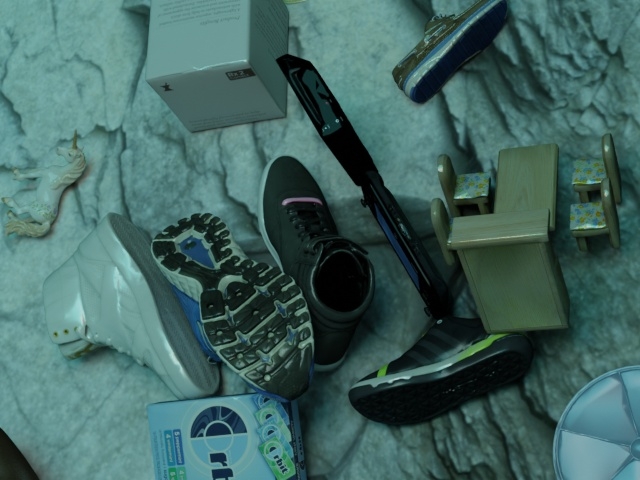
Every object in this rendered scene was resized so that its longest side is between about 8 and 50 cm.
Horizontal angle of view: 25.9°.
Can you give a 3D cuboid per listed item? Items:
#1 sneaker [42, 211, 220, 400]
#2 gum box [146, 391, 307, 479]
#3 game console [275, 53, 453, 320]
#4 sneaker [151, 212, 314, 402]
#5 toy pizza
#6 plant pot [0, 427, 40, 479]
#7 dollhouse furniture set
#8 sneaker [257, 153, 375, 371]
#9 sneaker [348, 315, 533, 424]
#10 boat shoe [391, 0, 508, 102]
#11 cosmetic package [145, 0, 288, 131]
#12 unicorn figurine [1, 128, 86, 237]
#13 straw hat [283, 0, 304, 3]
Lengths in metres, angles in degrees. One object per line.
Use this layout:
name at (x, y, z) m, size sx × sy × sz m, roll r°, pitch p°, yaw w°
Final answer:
sneaker at (-0.256, 0.126, 1.821) m, size 0.169 × 0.108 × 0.292 m, roll -41°, pitch 62°, yaw 16°
gum box at (-0.112, 0.267, 1.691) m, size 0.184 × 0.041 × 0.157 m, roll -8°, pitch 87°, yaw 18°
game console at (0.061, -0.065, 1.724) m, size 0.044 × 0.213 × 0.361 m, roll -32°, pitch 70°, yaw 4°
sneaker at (-0.092, 0.097, 1.724) m, size 0.130 × 0.147 × 0.330 m, roll -30°, pitch 41°, yaw -10°
toy pizza at (0.363, 0.238, 1.563) m, size 0.201 × 0.032 × 0.201 m, roll -8°, pitch 65°, yaw 16°
plant pot at (-0.425, 0.342, 1.728) m, size 0.215 × 0.215 × 0.230 m, roll -30°, pitch 46°, yaw 5°
dollhouse furniture set at (0.233, -0.037, 1.630) m, size 0.212 × 0.161 × 0.242 m, roll -6°, pitch 47°, yaw 19°
sneaker at (0.000, 0.000, 1.729) m, size 0.104 × 0.147 × 0.295 m, roll -2°, pitch 64°, yaw -22°
sneaker at (0.145, 0.145, 1.673) m, size 0.235 × 0.084 × 0.097 m, roll -19°, pitch 44°, yaw 6°
boat shoe at (0.168, -0.269, 1.852) m, size 0.183 × 0.066 × 0.066 m, roll -43°, pitch 58°, yaw -2°
cosmetic package at (-0.139, -0.271, 1.919) m, size 0.151 × 0.151 × 0.183 m, roll -8°, pitch 64°, yaw 18°
unicorn figurine at (-0.392, -0.078, 1.986) m, size 0.111 × 0.060 × 0.162 m, roll 6°, pitch 85°, yaw 22°
straw hat at (-0.041, -0.418, 2.003) m, size 0.144 × 0.061 × 0.144 m, roll -8°, pitch 64°, yaw 18°
